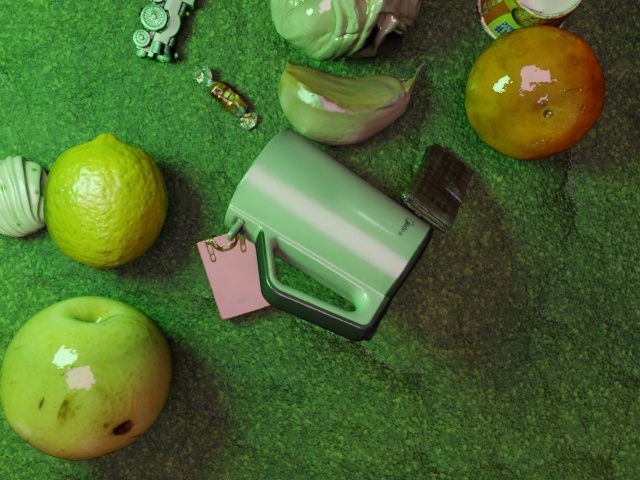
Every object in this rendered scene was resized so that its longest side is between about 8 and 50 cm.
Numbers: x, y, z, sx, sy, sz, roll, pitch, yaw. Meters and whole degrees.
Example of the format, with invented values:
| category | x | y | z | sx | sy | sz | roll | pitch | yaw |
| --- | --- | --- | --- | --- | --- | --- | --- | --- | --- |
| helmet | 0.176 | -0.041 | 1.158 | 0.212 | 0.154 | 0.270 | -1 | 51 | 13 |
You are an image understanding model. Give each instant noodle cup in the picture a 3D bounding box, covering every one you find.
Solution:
| category | x | y | z | sx | sy | sz | roll | pitch | yaw |
| --- | --- | --- | --- | --- | --- | --- | --- | --- | --- |
| instant noodle cup | 0.461 | -0.534 | 1.434 | 0.214 | 0.174 | 0.213 | 0 | 93 | -1 |

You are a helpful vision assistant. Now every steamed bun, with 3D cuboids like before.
| category | x | y | z | sx | sy | sz | roll | pitch | yaw |
| --- | --- | --- | --- | --- | --- | --- | --- | --- | --- |
| steamed bun | -0.684 | -0.097 | 1.477 | 0.183 | 0.106 | 0.182 | 0 | 91 | -1 |
| steamed bun | 0.073 | -0.481 | 1.402 | 0.320 | 0.275 | 0.206 | -9 | 107 | 35 |

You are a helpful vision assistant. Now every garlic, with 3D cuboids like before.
| category | x | y | z | sx | sy | sz | roll | pitch | yaw |
| --- | --- | --- | --- | --- | --- | --- | --- | --- | --- |
| garlic | 0.077 | -0.313 | 1.464 | 0.339 | 0.151 | 0.196 | -1 | 80 | -2 |

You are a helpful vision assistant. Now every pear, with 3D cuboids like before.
| category | x | y | z | sx | sy | sz | roll | pitch | yaw |
| --- | --- | --- | --- | --- | --- | --- | --- | --- | --- |
| pear | -0.479 | 0.280 | 1.385 | 0.349 | 0.348 | 0.347 | 0 | 92 | -1 |

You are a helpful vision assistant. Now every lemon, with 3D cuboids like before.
| category | x | y | z | sx | sy | sz | roll | pitch | yaw |
| --- | --- | --- | --- | --- | --- | --- | --- | --- | --- |
| lemon | -0.452 | -0.071 | 1.411 | 0.254 | 0.253 | 0.310 | 11 | 109 | -1 |

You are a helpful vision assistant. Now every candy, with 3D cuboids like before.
| category | x | y | z | sx | sy | sz | roll | pitch | yaw |
| --- | --- | --- | --- | --- | --- | --- | --- | --- | --- |
| candy | -0.213 | -0.324 | 1.501 | 0.182 | 0.046 | 0.053 | 43 | 93 | -4 |

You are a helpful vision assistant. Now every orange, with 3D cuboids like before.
| category | x | y | z | sx | sy | sz | roll | pitch | yaw |
| --- | --- | --- | --- | --- | --- | --- | --- | --- | --- |
| orange | 0.447 | -0.305 | 1.407 | 0.284 | 0.226 | 0.283 | 2 | 117 | 3 |

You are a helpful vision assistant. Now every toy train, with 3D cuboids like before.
| category | x | y | z | sx | sy | sz | roll | pitch | yaw |
| --- | --- | --- | --- | --- | --- | --- | --- | --- | --- |
| toy train | -0.349 | -0.480 | 1.484 | 0.105 | 0.071 | 0.178 | 19 | 91 | -12 |

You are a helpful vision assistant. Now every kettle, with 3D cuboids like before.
| category | x | y | z | sx | sy | sz | roll | pitch | yaw |
| --- | --- | --- | --- | --- | --- | --- | --- | --- | --- |
| kettle | 0.000 | 0.000 | 1.359 | 0.377 | 0.250 | 0.361 | 33 | 47 | 4 |

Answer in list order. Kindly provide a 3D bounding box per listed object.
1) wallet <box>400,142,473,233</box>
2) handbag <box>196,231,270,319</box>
| category | x | y | z | sx | sy | sz | roll | pitch | yaw |
| --- | --- | --- | --- | --- | --- | --- | --- | --- | --- |
| wallet | 0.255 | -0.119 | 1.446 | 0.124 | 0.230 | 0.042 | 37 | 132 | -4 |
| handbag | -0.191 | 0.071 | 1.512 | 0.127 | 0.063 | 0.190 | -17 | 95 | 1 |
